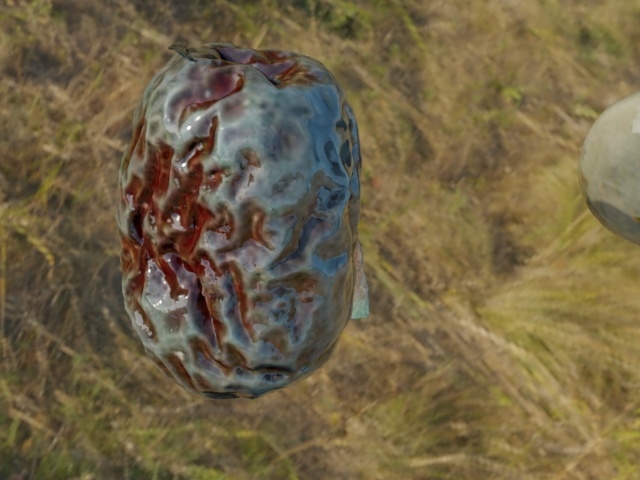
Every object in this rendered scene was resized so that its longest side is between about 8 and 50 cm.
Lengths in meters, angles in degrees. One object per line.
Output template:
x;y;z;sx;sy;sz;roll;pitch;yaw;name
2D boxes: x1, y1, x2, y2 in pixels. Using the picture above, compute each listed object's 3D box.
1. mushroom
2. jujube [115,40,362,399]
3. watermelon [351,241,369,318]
0.406;-0.109;1.446;0.243;0.243;0.243;15;52;-20;mushroom
-0.070;-0.019;1.148;0.226;0.317;0.226;1;24;0;jujube
0.000;0.000;2.046;0.154;0.094;0.241;5;88;-19;watermelon
